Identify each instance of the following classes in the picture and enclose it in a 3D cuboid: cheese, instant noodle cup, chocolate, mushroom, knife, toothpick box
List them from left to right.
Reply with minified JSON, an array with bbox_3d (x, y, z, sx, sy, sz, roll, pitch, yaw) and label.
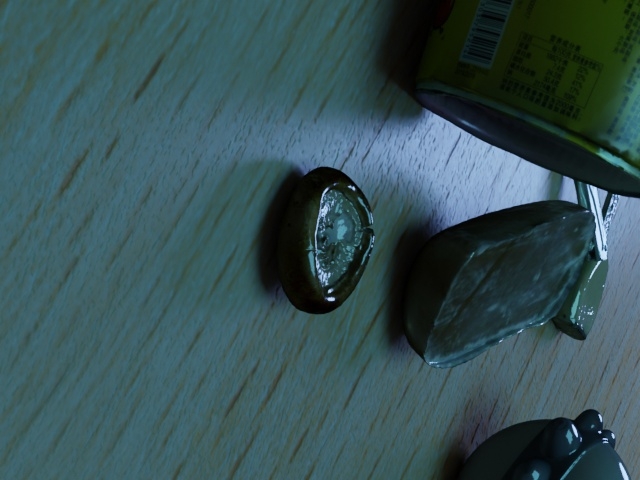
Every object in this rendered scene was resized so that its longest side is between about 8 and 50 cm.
[{"bbox_3d":[0.000,0.000,1.266,0.123,0.052,0.123,-17,109,-60],"label":"mushroom"},{"bbox_3d":[0.168,0.028,1.534,0.254,0.080,0.157,-16,134,-46],"label":"chocolate"},{"bbox_3d":[0.271,0.324,1.717,0.229,0.229,0.316,-60,145,-27],"label":"toothpick box"},{"bbox_3d":[0.314,-0.048,1.803,0.044,0.023,0.162,-42,126,-47],"label":"knife"},{"bbox_3d":[0.334,0.025,1.881,0.097,0.037,0.192,45,63,-58],"label":"cheese"},{"bbox_3d":[0.244,-0.198,1.373,0.325,0.325,0.254,26,87,-61],"label":"instant noodle cup"}]
